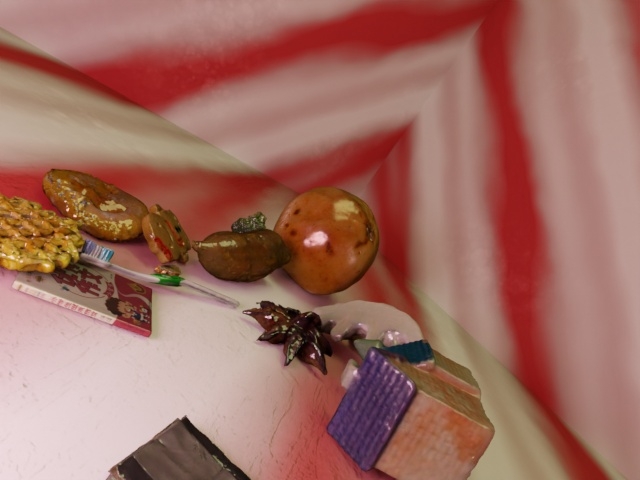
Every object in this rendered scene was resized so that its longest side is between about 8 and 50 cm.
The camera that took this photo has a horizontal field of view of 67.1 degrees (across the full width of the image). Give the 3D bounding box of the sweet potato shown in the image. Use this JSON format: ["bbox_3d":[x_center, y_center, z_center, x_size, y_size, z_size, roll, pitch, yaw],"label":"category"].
[{"bbox_3d":[-0.222,0.044,1.333,0.157,0.158,0.369,40,22,22],"label":"sweet potato"}]

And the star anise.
[{"bbox_3d":[-0.060,0.215,1.197,0.271,0.103,0.272,31,13,-8],"label":"star anise"}]

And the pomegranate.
[{"bbox_3d":[0.000,0.000,1.690,0.410,0.410,0.410,34,11,-7],"label":"pomegranate"}]

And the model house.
[{"bbox_3d":[0.165,0.341,1.023,0.280,0.245,0.312,27,10,1],"label":"model house"}]

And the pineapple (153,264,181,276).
[{"bbox_3d":[-0.351,0.073,1.132,0.045,0.019,0.083,35,7,15],"label":"pineapple"}]

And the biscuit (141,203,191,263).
[{"bbox_3d":[-0.381,-0.015,1.202,0.166,0.036,0.225,63,4,-5],"label":"biscuit"}]

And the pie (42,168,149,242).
[{"bbox_3d":[-0.532,-0.089,1.151,0.273,0.069,0.273,30,13,-7],"label":"pie"}]

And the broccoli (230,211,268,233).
[{"bbox_3d":[-0.236,-0.028,1.665,0.145,0.138,0.162,25,-29,0],"label":"broccoli"}]

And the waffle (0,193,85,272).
[{"bbox_3d":[-0.536,-0.022,0.824,0.245,0.052,0.254,20,15,-25],"label":"waffle"}]

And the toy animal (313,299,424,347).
[{"bbox_3d":[0.127,0.289,1.350,0.266,0.307,0.188,-95,171,-53],"label":"toy animal"}]

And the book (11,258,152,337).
[{"bbox_3d":[-0.413,0.087,0.870,0.231,0.022,0.162,31,10,-27],"label":"book"}]

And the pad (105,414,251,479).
[{"bbox_3d":[-0.143,0.336,0.620,0.233,0.022,0.174,39,11,12],"label":"pad"}]

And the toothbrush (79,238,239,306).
[{"bbox_3d":[-0.327,0.091,1.050,0.042,0.040,0.418,19,-10,41],"label":"toothbrush"}]
